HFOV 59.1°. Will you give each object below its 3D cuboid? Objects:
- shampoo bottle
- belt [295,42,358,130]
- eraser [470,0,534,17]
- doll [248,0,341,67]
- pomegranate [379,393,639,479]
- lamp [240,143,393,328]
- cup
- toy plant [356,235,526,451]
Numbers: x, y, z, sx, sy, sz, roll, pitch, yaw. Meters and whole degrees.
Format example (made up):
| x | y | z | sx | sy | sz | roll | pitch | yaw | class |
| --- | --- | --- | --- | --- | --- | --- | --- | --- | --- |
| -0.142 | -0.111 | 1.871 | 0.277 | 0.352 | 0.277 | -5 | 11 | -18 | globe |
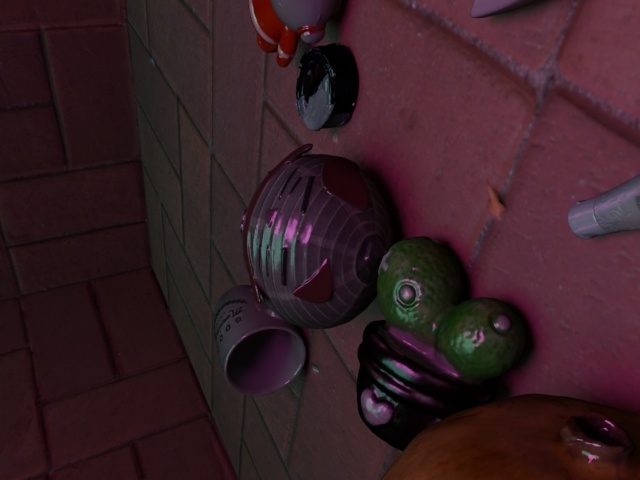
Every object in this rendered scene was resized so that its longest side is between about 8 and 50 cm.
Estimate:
| x | y | z | sx | sy | sz | roll | pitch | yaw | class |
| --- | --- | --- | --- | --- | --- | --- | --- | --- | --- |
| 0.276 | -0.036 | 0.437 | 0.069 | 0.041 | 0.191 | 62 | 155 | 1 | shampoo bottle |
| 0.010 | -0.236 | 0.877 | 0.105 | 0.058 | 0.140 | 53 | 143 | 30 | belt |
| 0.203 | -0.290 | 0.439 | 0.243 | 0.059 | 0.204 | -146 | 48 | -60 | eraser |
| -0.042 | -0.384 | 0.871 | 0.336 | 0.105 | 0.199 | -160 | 61 | -70 | doll |
| 0.192 | 0.277 | 0.457 | 0.332 | 0.332 | 0.332 | 41 | 138 | 52 | pomegranate |
| 0.000 | 0.000 | 0.825 | 0.233 | 0.233 | 0.265 | 15 | 98 | 62 | lamp |
| -0.140 | 0.185 | 1.314 | 0.258 | 0.186 | 0.234 | -60 | 32 | 16 | cup |
| 0.135 | 0.126 | 0.697 | 0.218 | 0.175 | 0.235 | 34 | 105 | 47 | toy plant |
